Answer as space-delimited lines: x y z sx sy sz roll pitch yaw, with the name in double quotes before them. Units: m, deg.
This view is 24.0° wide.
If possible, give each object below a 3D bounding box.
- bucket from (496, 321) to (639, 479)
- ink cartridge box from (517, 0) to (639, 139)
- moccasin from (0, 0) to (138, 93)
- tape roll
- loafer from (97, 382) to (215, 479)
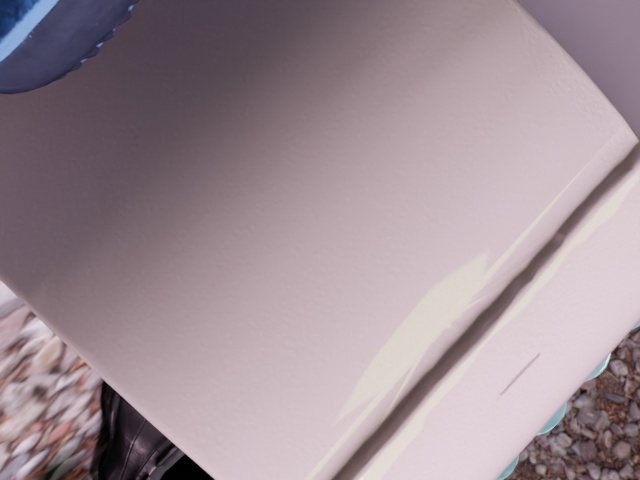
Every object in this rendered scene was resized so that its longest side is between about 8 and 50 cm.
"bucket" 0.109 0.062 1.133 0.281 0.183 0.281 -43 162 -17
"ink cartridge box" 0.147 -0.091 0.726 0.151 0.270 0.395 -45 163 -1
"moccasin" -0.007 -0.178 0.365 0.117 0.138 0.342 -9 139 -55
"tape roll" -0.010 -0.012 0.557 0.169 0.246 0.246 -47 164 -5
"loafer" -0.096 0.141 0.968 0.076 0.078 0.223 -40 162 -25
